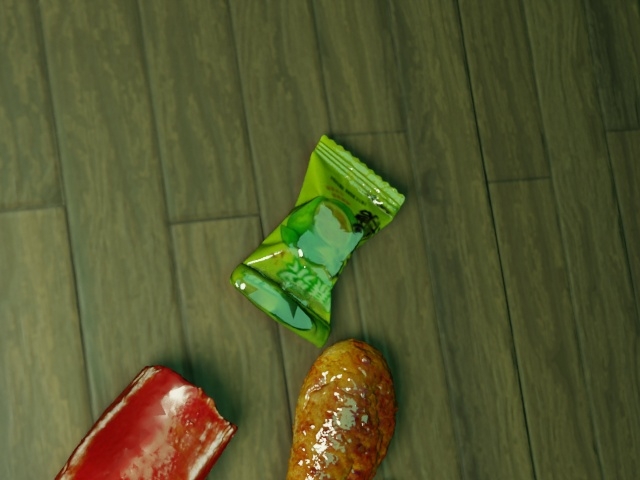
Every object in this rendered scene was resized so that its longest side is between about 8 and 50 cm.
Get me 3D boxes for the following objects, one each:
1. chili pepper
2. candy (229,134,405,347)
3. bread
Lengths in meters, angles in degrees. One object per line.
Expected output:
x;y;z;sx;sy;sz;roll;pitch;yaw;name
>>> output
-0.236;0.300;1.071;0.338;0.131;0.134;-57;133;-25;chili pepper
0.000;0.000;1.268;0.149;0.069;0.246;36;73;-12;candy
0.021;0.253;1.225;0.139;0.095;0.269;29;66;-23;bread
